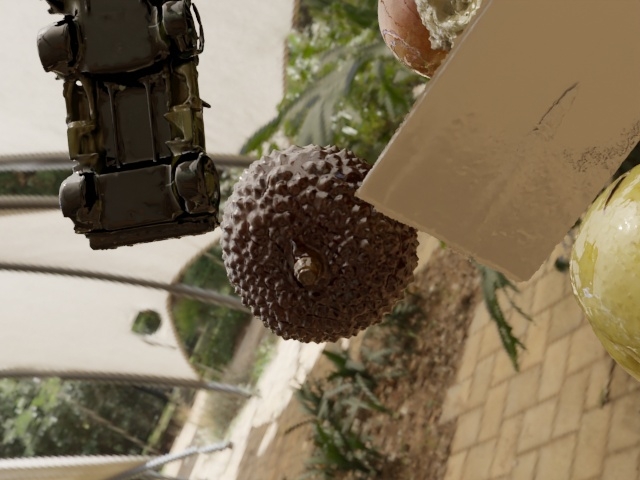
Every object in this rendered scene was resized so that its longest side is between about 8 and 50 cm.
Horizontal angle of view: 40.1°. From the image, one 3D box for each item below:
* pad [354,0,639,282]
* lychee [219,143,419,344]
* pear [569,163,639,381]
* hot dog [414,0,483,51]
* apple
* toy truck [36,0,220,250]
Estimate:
[{"bbox_3d":[0.135,-0.087,0.484,0.232,0.156,0.004,-55,37,13],"label":"pad"},{"bbox_3d":[0.000,0.000,1.195,0.276,0.275,0.304,-63,2,14],"label":"lychee"},{"bbox_3d":[0.431,0.035,0.945,0.309,0.309,0.309,-155,90,-82],"label":"pear"},{"bbox_3d":[0.328,-0.372,1.033,0.365,0.196,0.367,-36,34,-18],"label":"hot dog"},{"bbox_3d":[0.229,-0.416,1.565,0.253,0.253,0.253,-155,90,-82],"label":"apple"},{"bbox_3d":[-0.147,-0.122,0.724,0.127,0.127,0.257,41,-139,-78],"label":"toy truck"}]
